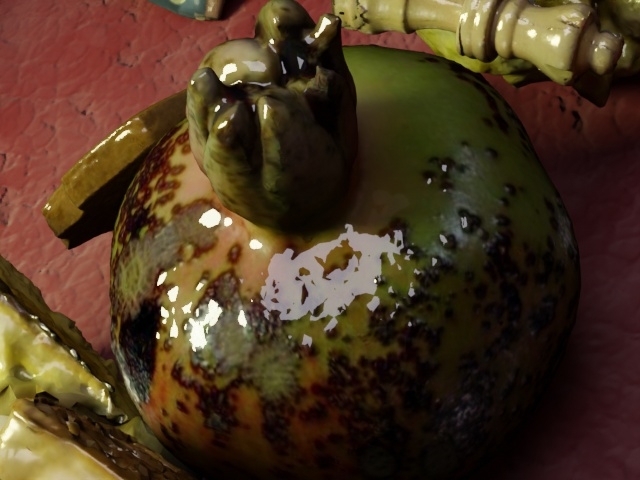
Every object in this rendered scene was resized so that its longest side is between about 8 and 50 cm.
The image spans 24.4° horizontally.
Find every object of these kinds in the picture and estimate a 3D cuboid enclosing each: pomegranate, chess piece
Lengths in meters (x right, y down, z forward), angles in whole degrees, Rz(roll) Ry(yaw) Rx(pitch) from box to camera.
[{"bbox_3d":[0.000,0.000,0.819,0.285,0.341,0.285,-8,60,13],"label":"pomegranate"},{"bbox_3d":[0.093,-0.130,0.859,0.172,0.060,0.060,19,69,22],"label":"chess piece"}]

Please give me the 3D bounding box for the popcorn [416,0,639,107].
[{"bbox_3d":[0.160,-0.189,0.975,0.233,0.192,0.266,-5,49,-17],"label":"popcorn"}]

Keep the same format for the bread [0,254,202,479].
[{"bbox_3d":[-0.221,0.131,0.945,0.204,0.162,0.262,-41,79,-8],"label":"bread"}]

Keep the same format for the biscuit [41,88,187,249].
[{"bbox_3d":[-0.110,-0.056,1.004,0.182,0.215,0.034,-29,83,-34],"label":"biscuit"}]

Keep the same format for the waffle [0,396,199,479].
[{"bbox_3d":[-0.025,0.199,0.740,0.308,0.213,0.091,33,83,11],"label":"waffle"}]

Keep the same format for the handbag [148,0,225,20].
[{"bbox_3d":[-0.103,-0.319,1.160,0.193,0.190,0.251,35,76,18],"label":"handbag"}]
